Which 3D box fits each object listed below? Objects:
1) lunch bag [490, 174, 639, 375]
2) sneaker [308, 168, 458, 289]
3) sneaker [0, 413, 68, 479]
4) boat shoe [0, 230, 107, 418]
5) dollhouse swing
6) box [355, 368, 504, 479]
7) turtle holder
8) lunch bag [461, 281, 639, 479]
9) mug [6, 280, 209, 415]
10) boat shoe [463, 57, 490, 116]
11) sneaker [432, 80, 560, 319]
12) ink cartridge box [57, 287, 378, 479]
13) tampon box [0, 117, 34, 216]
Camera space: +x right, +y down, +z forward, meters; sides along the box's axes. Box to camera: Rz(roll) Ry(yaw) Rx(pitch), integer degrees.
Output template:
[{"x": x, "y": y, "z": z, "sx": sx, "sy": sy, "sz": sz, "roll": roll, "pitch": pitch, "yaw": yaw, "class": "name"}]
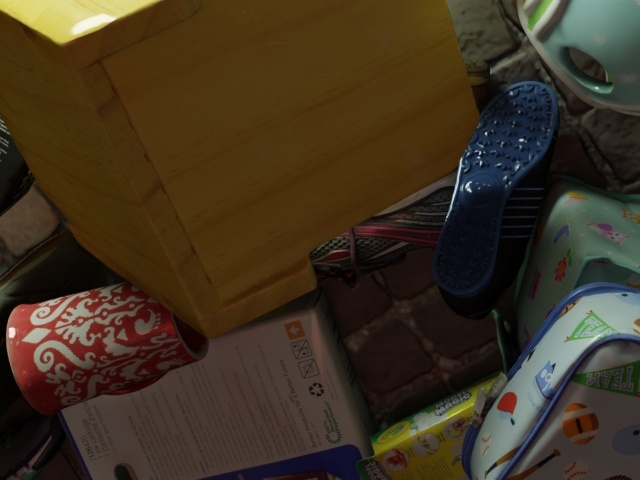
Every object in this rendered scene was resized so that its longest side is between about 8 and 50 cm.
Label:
[{"x": 0.248, "y": 0.100, "z": 1.538, "sx": 0.160, "sy": 0.223, "sz": 0.262, "roll": 14, "pitch": 113, "yaw": -6, "class": "lunch bag"}, {"x": 0.000, "y": 0.000, "z": 1.604, "sx": 0.299, "sy": 0.121, "sz": 0.112, "roll": -17, "pitch": 110, "yaw": 15, "class": "sneaker"}, {"x": -0.358, "y": 0.240, "z": 1.785, "sx": 0.098, "sy": 0.083, "sz": 0.224, "roll": 41, "pitch": 113, "yaw": -1, "class": "sneaker"}, {"x": -0.360, "y": 0.115, "z": 1.707, "sx": 0.324, "sy": 0.120, "sz": 0.122, "roll": -48, "pitch": 134, "yaw": 3, "class": "boat shoe"}, {"x": -0.091, "y": -0.152, "z": 1.444, "sx": 0.305, "sy": 0.315, "sz": 0.347, "roll": -41, "pitch": 135, "yaw": -18, "class": "dollhouse swing"}, {"x": 0.132, "y": 0.217, "z": 1.677, "sx": 0.179, "sy": 0.043, "sz": 0.105, "roll": -28, "pitch": 114, "yaw": 3, "class": "box"}, {"x": 0.271, "y": -0.240, "z": 1.387, "sx": 0.320, "sy": 0.243, "sz": 0.227, "roll": 27, "pitch": 135, "yaw": -35, "class": "turtle holder"}, {"x": 0.274, "y": 0.180, "z": 1.394, "sx": 0.303, "sy": 0.115, "sz": 0.243, "roll": 23, "pitch": 113, "yaw": -19, "class": "lunch bag"}, {"x": -0.197, "y": 0.093, "z": 1.609, "sx": 0.169, "sy": 0.150, "sz": 0.113, "roll": -18, "pitch": 85, "yaw": 17, "class": "mug"}, {"x": 0.073, "y": -0.138, "z": 1.567, "sx": 0.178, "sy": 0.064, "sz": 0.060, "roll": 0, "pitch": 109, "yaw": 8, "class": "boat shoe"}, {"x": 0.167, "y": -0.036, "z": 1.551, "sx": 0.081, "sy": 0.090, "sz": 0.232, "roll": 18, "pitch": 71, "yaw": 21, "class": "sneaker"}, {"x": -0.090, "y": 0.232, "z": 1.741, "sx": 0.307, "sy": 0.072, "sz": 0.304, "roll": -15, "pitch": 109, "yaw": 18, "class": "ink cartridge box"}, {"x": -0.310, "y": -0.120, "z": 1.613, "sx": 0.101, "sy": 0.120, "sz": 0.161, "roll": 33, "pitch": 113, "yaw": -2, "class": "tampon box"}]
